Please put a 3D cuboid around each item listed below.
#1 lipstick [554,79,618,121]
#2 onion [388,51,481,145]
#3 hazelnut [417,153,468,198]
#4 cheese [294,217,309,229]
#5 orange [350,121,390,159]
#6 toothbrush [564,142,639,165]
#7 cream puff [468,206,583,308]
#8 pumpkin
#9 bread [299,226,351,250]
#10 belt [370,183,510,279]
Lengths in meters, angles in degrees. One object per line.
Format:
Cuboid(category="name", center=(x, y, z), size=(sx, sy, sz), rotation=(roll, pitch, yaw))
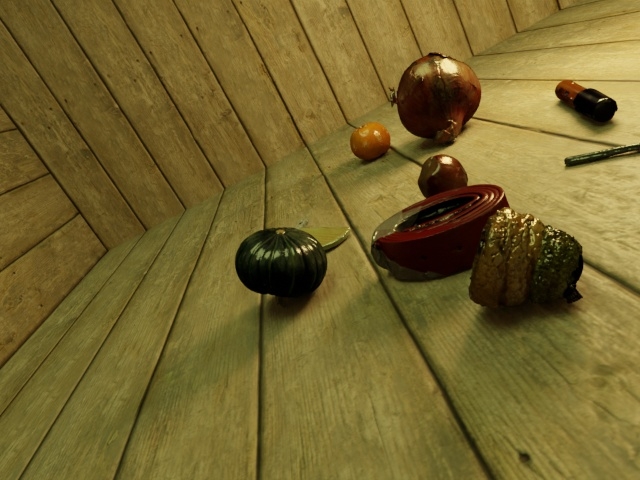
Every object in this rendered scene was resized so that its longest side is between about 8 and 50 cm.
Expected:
Cuboid(category="lipstick", center=(0.812, -0.442, 1.468), size=(0.077, 0.077, 0.418), rotation=(-21, 20, 19))
Cuboid(category="onion", center=(0.453, -0.567, 1.873), size=(0.353, 0.353, 0.353), rotation=(-25, 20, 10))
Cuboid(category="hazelnut", center=(0.356, -0.174, 1.360), size=(0.143, 0.143, 0.154), rotation=(-24, 28, 12))
Cuboid(category="cheese", center=(-0.089, -0.019, 1.671), size=(0.127, 0.050, 0.235), rotation=(-19, 23, 28))
Cuboid(category="orange", center=(0.226, -0.460, 2.170), size=(0.193, 0.161, 0.193), rotation=(-20, 21, 8))
Cuboid(category="toothbrush", center=(0.726, -0.218, 1.104), size=(0.030, 0.030, 0.297), rotation=(-11, 1, -45))
Cuboid(category="cream puff", center=(0.358, 0.045, 0.800), size=(0.169, 0.183, 0.183), rotation=(16, 43, 28))
Cuboid(category="pumpkin", center=(-0.102, 0.072, 1.258), size=(0.250, 0.216, 0.250), rotation=(-1, 0, 0))
Cuboid(category="bread", center=(-0.005, 0.002, 1.507), size=(0.193, 0.036, 0.112), rotation=(-1, 37, 30))
Cuboid(category="belt", center=(0.277, -0.018, 1.095), size=(0.324, 0.115, 0.227), rotation=(-19, 20, 21))
